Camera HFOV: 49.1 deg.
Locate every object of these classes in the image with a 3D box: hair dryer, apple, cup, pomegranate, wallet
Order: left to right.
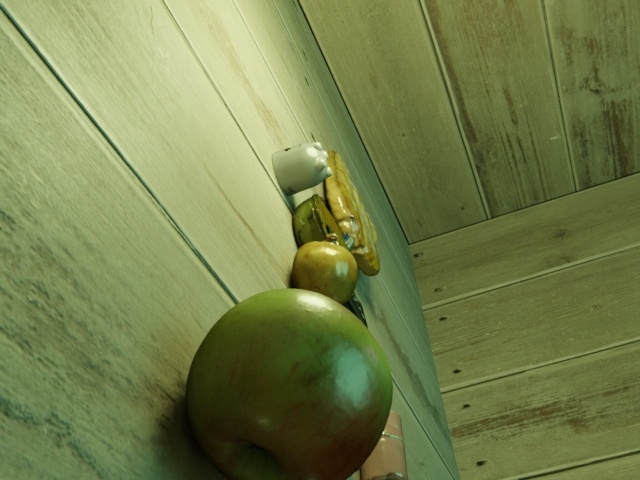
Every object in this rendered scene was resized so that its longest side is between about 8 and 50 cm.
[{"bbox_3d":[-0.052,0.234,1.051,0.277,0.319,0.319,-39,113,-45],"label":"apple"},{"bbox_3d":[-0.044,-0.212,2.040,0.173,0.142,0.134,20,52,-75],"label":"cup"},{"bbox_3d":[0.013,0.076,1.807,0.196,0.196,0.196,-18,90,-77],"label":"pomegranate"},{"bbox_3d":[0.092,0.186,2.288,0.168,0.052,0.245,-88,154,-66],"label":"wallet"},{"bbox_3d":[0.194,0.651,1.946,0.210,0.125,0.352,-93,167,-48],"label":"hair dryer"}]

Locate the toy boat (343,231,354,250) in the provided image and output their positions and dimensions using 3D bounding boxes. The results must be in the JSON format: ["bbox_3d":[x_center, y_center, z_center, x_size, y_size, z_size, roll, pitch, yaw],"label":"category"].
[{"bbox_3d":[0.043,0.012,2.285,0.110,0.091,0.175,37,19,0],"label":"toy boat"}]

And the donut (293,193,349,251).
[{"bbox_3d":[0.000,0.000,2.042,0.272,0.107,0.272,-23,90,-80],"label":"donut"}]

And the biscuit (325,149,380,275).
[{"bbox_3d":[0.118,-0.066,2.615,0.446,0.104,0.429,-92,159,-58],"label":"biscuit"}]
